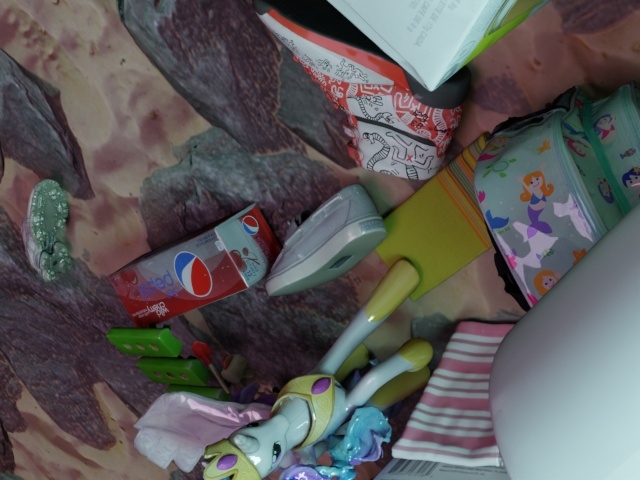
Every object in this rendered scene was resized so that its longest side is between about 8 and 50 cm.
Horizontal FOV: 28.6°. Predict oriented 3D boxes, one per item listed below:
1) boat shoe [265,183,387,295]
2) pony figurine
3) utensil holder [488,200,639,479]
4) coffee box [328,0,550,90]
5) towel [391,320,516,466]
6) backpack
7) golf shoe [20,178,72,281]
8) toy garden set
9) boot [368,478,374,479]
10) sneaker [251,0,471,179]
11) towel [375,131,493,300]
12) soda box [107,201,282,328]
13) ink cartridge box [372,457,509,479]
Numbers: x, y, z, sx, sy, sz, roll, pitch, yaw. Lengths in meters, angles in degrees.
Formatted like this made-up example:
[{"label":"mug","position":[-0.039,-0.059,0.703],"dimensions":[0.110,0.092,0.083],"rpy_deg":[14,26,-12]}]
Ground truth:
[{"label":"boat shoe","position":[-0.001,0.000,1.508],"dimensions":[0.227,0.079,0.081],"rpy_deg":[-37,64,50]},{"label":"pony figurine","position":[-0.034,0.222,1.444],"dimensions":[0.303,0.363,0.351],"rpy_deg":[44,143,13]},{"label":"utensil holder","position":[0.348,0.062,0.834],"dimensions":[0.327,0.327,0.385],"rpy_deg":[46,127,8]},{"label":"coffee box","position":[0.117,-0.390,0.950],"dimensions":[0.338,0.334,0.337],"rpy_deg":[43,135,9]},{"label":"towel","position":[0.169,0.161,1.363],"dimensions":[0.144,0.197,0.029],"rpy_deg":[-6,129,43]},{"label":"backpack","position":[0.246,-0.020,1.138],"dimensions":[0.191,0.253,0.225],"rpy_deg":[-26,96,27]},{"label":"golf shoe","position":[-0.421,-0.024,1.864],"dimensions":[0.086,0.069,0.176],"rpy_deg":[32,132,31]},{"label":"toy garden set","position":[-0.140,0.185,1.705],"dimensions":[0.204,0.049,0.244],"rpy_deg":[-2,140,41]},{"label":"boot","position":[0.090,0.500,1.628],"dimensions":[0.338,0.223,0.118],"rpy_deg":[52,137,3]},{"label":"sneaker","position":[0.027,-0.165,1.355],"dimensions":[0.270,0.090,0.145],"rpy_deg":[29,130,21]},{"label":"towel","position":[0.144,-0.022,1.398],"dimensions":[0.102,0.021,0.237],"rpy_deg":[56,139,6]},{"label":"soda box","position":[-0.166,0.039,1.662],"dimensions":[0.263,0.083,0.092],"rpy_deg":[-22,100,47]},{"label":"ink cartridge box","position":[0.186,0.265,1.357],"dimensions":[0.198,0.273,0.114],"rpy_deg":[-4,116,43]}]
